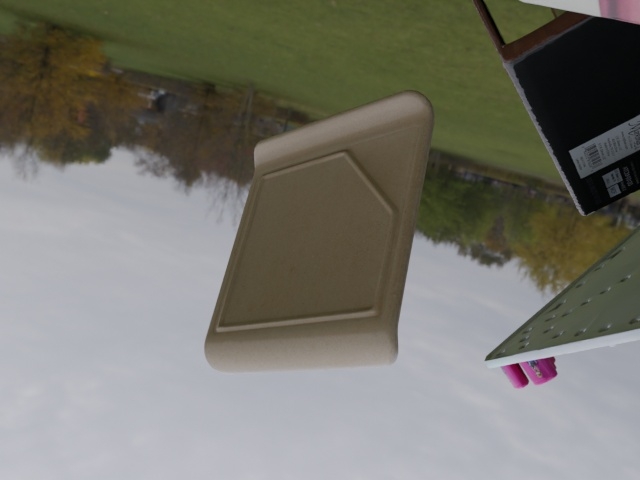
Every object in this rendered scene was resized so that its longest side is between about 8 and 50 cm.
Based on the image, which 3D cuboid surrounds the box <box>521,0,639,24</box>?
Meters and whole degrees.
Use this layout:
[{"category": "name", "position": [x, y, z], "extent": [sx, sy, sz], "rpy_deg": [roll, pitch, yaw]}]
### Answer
[{"category": "box", "position": [0.213, -0.174, 0.323], "extent": [0.232, 0.127, 0.149], "rpy_deg": [19, 164, 22]}]

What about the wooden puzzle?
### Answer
[{"category": "wooden puzzle", "position": [0.000, 0.000, 0.675], "extent": [0.220, 0.239, 0.044], "rpy_deg": [-12, 150, 42]}]

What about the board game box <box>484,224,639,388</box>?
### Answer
[{"category": "board game box", "position": [0.394, 0.005, 0.732], "extent": [0.390, 0.050, 0.390], "rpy_deg": [-34, 178, -23]}]

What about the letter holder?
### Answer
[{"category": "letter holder", "position": [0.250, -0.199, 0.737], "extent": [0.302, 0.152, 0.215], "rpy_deg": [38, -151, -53]}]
